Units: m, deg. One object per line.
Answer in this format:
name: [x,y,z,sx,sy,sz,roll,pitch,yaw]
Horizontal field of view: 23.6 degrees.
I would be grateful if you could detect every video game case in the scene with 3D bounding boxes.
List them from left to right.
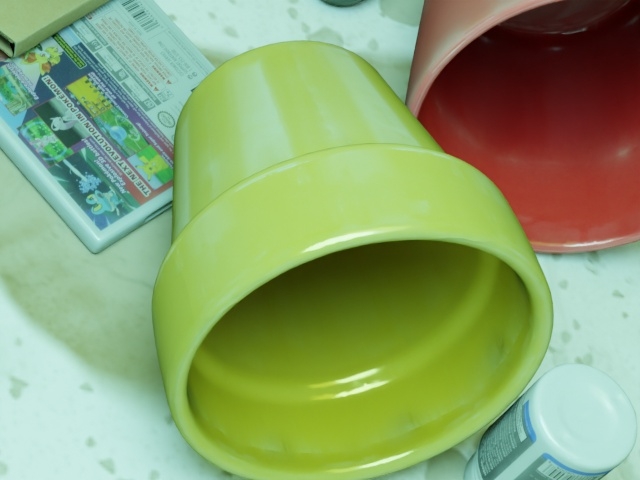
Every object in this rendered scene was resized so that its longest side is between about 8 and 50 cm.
video game case: [-0.165,-0.108,1.170,0.183,0.023,0.201,-35,78,-34]

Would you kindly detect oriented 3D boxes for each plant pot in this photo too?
plant pot: [0.000,0.000,1.048,0.254,0.254,0.239,0,44,-21]
plant pot: [0.193,-0.166,1.213,0.275,0.275,0.243,12,46,-14]

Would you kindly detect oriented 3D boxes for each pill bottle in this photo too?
pill bottle: [0.155,0.147,1.065,0.078,0.137,0.078,9,58,-16]

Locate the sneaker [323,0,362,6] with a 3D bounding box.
sneaker: [0.039,-0.304,1.341,0.087,0.130,0.227,18,83,-16]

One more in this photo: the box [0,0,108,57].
box: [-0.223,-0.236,1.207,0.164,0.021,0.201,38,52,17]
